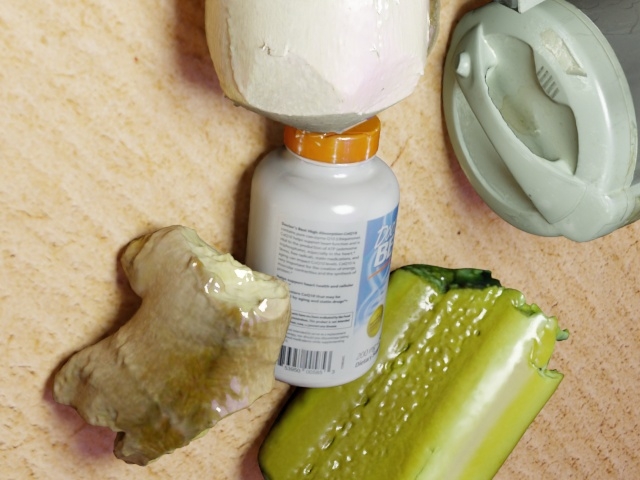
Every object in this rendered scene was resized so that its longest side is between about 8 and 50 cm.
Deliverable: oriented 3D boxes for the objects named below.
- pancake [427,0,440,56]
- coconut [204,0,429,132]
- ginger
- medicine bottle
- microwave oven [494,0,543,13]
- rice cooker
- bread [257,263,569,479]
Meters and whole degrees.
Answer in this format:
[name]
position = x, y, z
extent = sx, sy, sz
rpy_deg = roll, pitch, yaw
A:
[pancake]
position = 0.072, -0.226, 1.543
extent = 0.151, 0.025, 0.152
rpy_deg = -20, 128, -28
[coconut]
position = -0.002, -0.205, 1.348
extent = 0.227, 0.227, 0.230
rpy_deg = -17, 119, -32
[ginger]
position = -0.152, 0.104, 1.473
extent = 0.275, 0.130, 0.221
rpy_deg = -25, 100, 10
[medicine bottle]
position = 0.000, 0.000, 1.528
extent = 0.157, 0.157, 0.289
rpy_deg = -14, 125, -34
[microwave oven]
position = 0.157, -0.333, 1.417
extent = 0.129, 0.205, 0.163
rpy_deg = -30, 131, -23
[rice cooker]
position = 0.296, -0.154, 1.600
extent = 0.277, 0.288, 0.288
rpy_deg = -22, 129, -31
[bread]
position = 0.107, 0.209, 1.701
extent = 0.377, 0.251, 0.208
rpy_deg = -53, 153, -4
